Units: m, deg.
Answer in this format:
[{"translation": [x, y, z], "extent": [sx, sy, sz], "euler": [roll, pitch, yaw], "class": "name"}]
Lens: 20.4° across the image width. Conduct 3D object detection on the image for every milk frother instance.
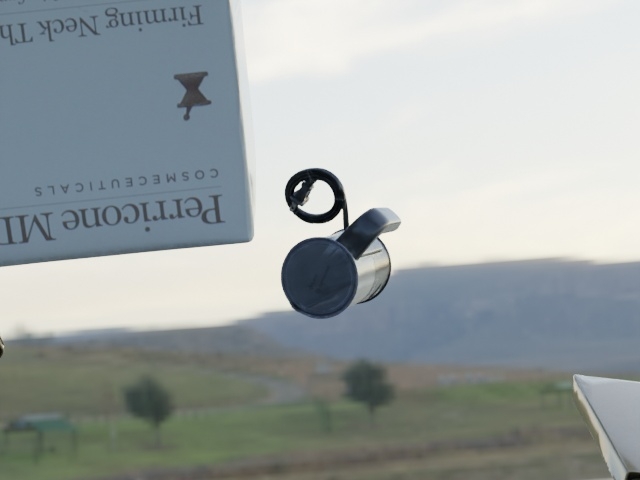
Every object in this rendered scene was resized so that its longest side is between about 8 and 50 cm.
[{"translation": [0.000, 0.000, 1.862], "extent": [0.143, 0.129, 0.135], "euler": [26, 11, 13], "class": "milk frother"}]

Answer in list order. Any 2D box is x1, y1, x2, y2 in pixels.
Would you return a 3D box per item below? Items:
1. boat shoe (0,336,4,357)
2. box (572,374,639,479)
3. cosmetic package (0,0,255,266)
[{"translation": [-0.302, 0.082, 1.531], "extent": [0.050, 0.045, 0.135], "euler": [-30, -9, 6], "class": "boat shoe"}, {"translation": [0.256, 0.132, 1.148], "extent": [0.164, 0.021, 0.201], "euler": [7, 13, -3], "class": "box"}, {"translation": [-0.240, -0.209, 1.752], "extent": [0.329, 0.393, 0.327], "euler": [-6, 16, -1], "class": "cosmetic package"}]
